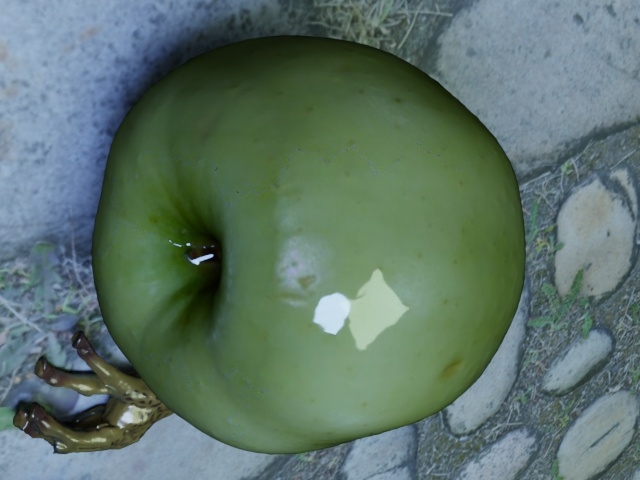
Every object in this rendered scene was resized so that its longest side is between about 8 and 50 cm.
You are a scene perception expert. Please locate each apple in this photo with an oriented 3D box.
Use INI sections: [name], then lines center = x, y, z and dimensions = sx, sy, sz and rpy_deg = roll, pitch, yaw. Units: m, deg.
[apple]
center = 0.000, 0.000, 0.765
dimensions = 0.357, 0.357, 0.357
rpy_deg = -19, 126, -29

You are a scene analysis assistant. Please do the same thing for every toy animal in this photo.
[toy animal]
center = -0.165, 0.139, 0.916
dimensions = 0.275, 0.054, 0.149
rpy_deg = -4, 114, -34
